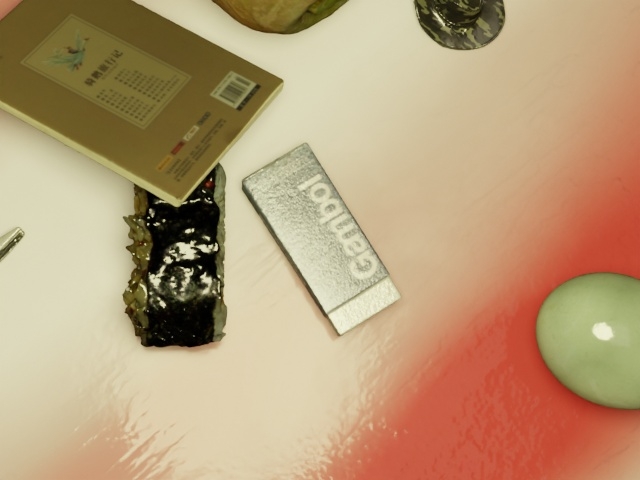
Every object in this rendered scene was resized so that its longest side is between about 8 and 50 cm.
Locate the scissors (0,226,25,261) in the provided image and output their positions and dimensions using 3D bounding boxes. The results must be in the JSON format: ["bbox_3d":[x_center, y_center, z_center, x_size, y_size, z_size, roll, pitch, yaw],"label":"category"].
[{"bbox_3d":[-0.404,0.046,1.534,0.176,0.022,0.085,-42,83,-7],"label":"scissors"}]

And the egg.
[{"bbox_3d":[0.336,0.114,1.532,0.192,0.149,0.149,20,80,-9],"label":"egg"}]

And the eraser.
[{"bbox_3d":[0.000,0.000,1.568,0.092,0.046,0.212,-31,86,-9],"label":"eraser"}]

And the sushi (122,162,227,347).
[{"bbox_3d":[-0.160,0.012,1.501,0.115,0.147,0.212,1,84,-5],"label":"sushi"}]

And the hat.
[{"bbox_3d":[0.170,-0.288,1.626,0.121,0.050,0.121,1,82,-8],"label":"hat"}]

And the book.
[{"bbox_3d":[-0.226,-0.179,1.511,0.310,0.021,0.217,29,55,12],"label":"book"}]

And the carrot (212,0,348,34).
[{"bbox_3d":[-0.084,-0.404,1.533,0.224,0.224,0.340,-36,85,-10],"label":"carrot"}]
